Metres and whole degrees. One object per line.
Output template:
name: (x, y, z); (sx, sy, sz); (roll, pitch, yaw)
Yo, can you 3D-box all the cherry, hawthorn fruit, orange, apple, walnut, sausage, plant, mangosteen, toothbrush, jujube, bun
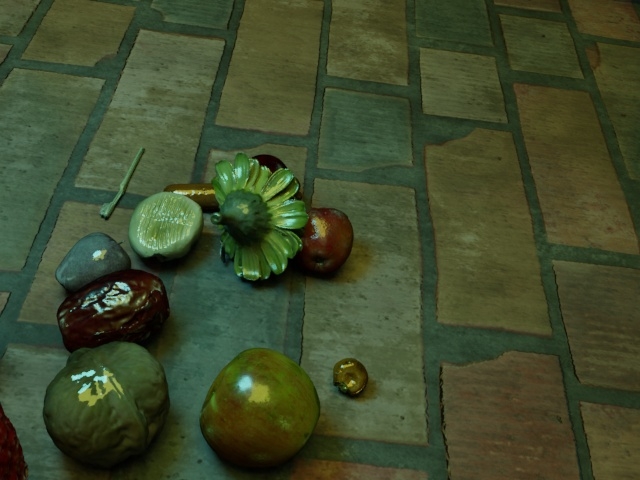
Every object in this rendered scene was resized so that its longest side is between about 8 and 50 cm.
cherry: (-0.534, 0.061, 1.680); (0.176, 0.140, 0.176); (-27, 30, 18)
hawthorn fruit: (0.000, 0.000, 1.817); (0.173, 0.172, 0.172); (5, 48, -5)
orange: (0.067, 0.308, 1.612); (0.086, 0.062, 0.086); (0, 89, -8)
apple: (-0.121, 0.353, 1.464); (0.226, 0.246, 0.246); (32, 49, -5)
walnut: (-0.425, 0.321, 1.413); (0.248, 0.248, 0.248); (5, 48, -5)
sausage: (-0.334, -0.120, 1.926); (0.198, 0.076, 0.076); (0, 48, -10)
plant: (-0.195, -0.034, 1.740); (0.306, 0.261, 0.297); (38, 44, 9)
mangosteen: (-0.136, -0.139, 1.923); (0.200, 0.199, 0.199); (5, 48, -5)
toothbrush: (-0.543, -0.165, 1.966); (0.028, 0.026, 0.294); (14, 47, 5)
jujube: (-0.460, 0.159, 1.584); (0.243, 0.183, 0.183); (-17, 53, -17)
bun: (-0.391, -0.021, 1.797); (0.179, 0.128, 0.193); (12, 59, 2)

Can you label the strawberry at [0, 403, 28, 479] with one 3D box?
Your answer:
strawberry: (-0.663, 0.425, 1.229); (0.292, 0.310, 0.291); (8, 46, -8)
